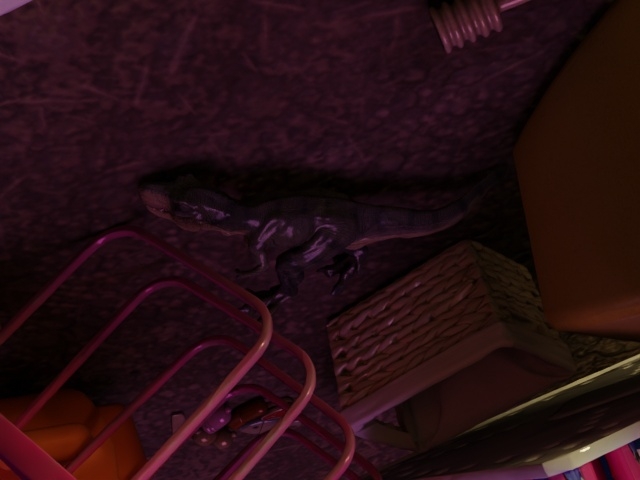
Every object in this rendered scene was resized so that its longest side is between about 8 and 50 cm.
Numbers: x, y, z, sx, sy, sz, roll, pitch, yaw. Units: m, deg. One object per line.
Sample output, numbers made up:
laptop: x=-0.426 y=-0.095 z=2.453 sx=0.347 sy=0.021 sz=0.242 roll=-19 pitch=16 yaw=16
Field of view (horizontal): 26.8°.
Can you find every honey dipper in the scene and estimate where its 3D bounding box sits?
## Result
honey dipper: x=0.143 y=-0.154 z=0.791 sx=0.160 sy=0.030 sz=0.030 roll=-22 pitch=149 yaw=5

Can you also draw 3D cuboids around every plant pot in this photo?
plant pot: x=0.249 y=-0.031 z=0.880 sx=0.212 sy=0.212 sz=0.187 roll=9 pitch=152 yaw=-34

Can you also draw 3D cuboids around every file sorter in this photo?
file sorter: x=-0.086 y=0.157 z=0.943 sx=0.182 sy=0.202 sz=0.291 roll=-47 pitch=136 yaw=-16

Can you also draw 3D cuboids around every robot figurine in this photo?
robot figurine: x=-0.247 y=0.188 z=1.054 sx=0.219 sy=0.128 sz=0.158 roll=-7 pitch=-165 yaw=-37

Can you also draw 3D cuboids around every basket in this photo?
basket: x=0.101 y=0.087 z=1.086 sx=0.167 sy=0.103 sz=0.113 roll=-32 pitch=145 yaw=27

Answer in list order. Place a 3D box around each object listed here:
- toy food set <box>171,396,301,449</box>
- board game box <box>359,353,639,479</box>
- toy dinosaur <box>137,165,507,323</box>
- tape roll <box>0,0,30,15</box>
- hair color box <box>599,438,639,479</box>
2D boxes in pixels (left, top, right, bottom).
toy food set: x=-0.073 y=0.167 z=1.221 sx=0.122 sy=0.019 sz=0.078 roll=-9 pitch=149 yaw=-10
board game box: x=0.245 y=0.139 z=1.060 sx=0.390 sy=0.050 sz=0.390 roll=-19 pitch=175 yaw=-24
toy dinosaur: x=0.000 y=0.000 z=0.949 sx=0.268 sy=0.064 sz=0.118 roll=-3 pitch=141 yaw=-25
tape roll: x=-0.186 y=-0.194 z=0.466 sx=0.286 sy=0.100 sz=0.286 roll=-11 pitch=149 yaw=-7
hair color box: x=0.300 y=0.268 z=1.377 sx=0.173 sy=0.105 sz=0.347 roll=-8 pitch=165 yaw=-11
